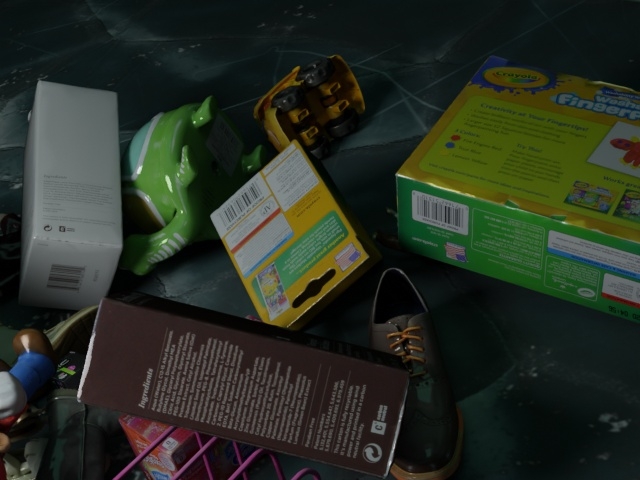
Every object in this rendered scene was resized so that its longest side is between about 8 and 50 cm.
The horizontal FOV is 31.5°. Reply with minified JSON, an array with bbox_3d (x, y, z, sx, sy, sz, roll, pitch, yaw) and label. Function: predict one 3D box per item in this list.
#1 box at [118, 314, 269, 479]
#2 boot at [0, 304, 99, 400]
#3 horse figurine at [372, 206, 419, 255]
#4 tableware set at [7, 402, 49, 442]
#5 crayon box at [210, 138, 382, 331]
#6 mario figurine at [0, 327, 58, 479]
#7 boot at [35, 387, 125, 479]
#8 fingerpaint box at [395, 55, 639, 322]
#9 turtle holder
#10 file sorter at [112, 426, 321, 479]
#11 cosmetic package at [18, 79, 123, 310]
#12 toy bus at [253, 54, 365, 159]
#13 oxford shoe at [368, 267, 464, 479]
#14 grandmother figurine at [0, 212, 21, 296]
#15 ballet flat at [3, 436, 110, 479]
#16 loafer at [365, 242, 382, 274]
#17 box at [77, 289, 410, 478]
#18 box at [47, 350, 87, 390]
[{"bbox_3d":[-0.137,0.240,1.598,0.122,0.128,0.257,23,50,41],"label":"box"},{"bbox_3d":[-0.466,0.166,1.876,0.165,0.077,0.213,13,44,38],"label":"boot"},{"bbox_3d":[0.200,-0.034,1.899,0.174,0.066,0.263,20,41,31],"label":"horse figurine"},{"bbox_3d":[-0.471,0.263,1.691,0.128,0.039,0.194,-17,10,-28],"label":"tableware set"},{"bbox_3d":[-0.037,0.009,1.828,0.203,0.083,0.323,-41,43,10],"label":"crayon box"},{"bbox_3d":[-0.463,0.218,1.501,0.170,0.198,0.320,16,23,-3],"label":"mario figurine"},{"bbox_3d":[-0.309,0.315,1.585,0.189,0.076,0.209,3,49,-13],"label":"boot"},{"bbox_3d":[0.396,-0.088,1.774,0.444,0.163,0.371,17,46,24],"label":"fingerpaint box"},{"bbox_3d":[-0.250,-0.083,2.039,0.227,0.243,0.321,-12,72,31],"label":"turtle holder"},{"bbox_3d":[-0.093,0.361,1.357,0.290,0.202,0.182,15,42,36],"label":"file sorter"},{"bbox_3d":[-0.440,-0.080,1.984,0.155,0.197,0.366,7,50,-18],"label":"cosmetic package"},{"bbox_3d":[-0.057,-0.256,2.258,0.211,0.149,0.220,3,40,45],"label":"toy bus"},{"bbox_3d":[0.115,0.182,1.578,0.129,0.133,0.364,-13,35,2],"label":"oxford shoe"},{"bbox_3d":[-0.597,0.032,2.099,0.342,0.104,0.208,-9,63,4],"label":"grandmother figurine"},{"bbox_3d":[-0.431,0.326,1.633,0.248,0.086,0.086,-12,35,5],"label":"ballet flat"},{"bbox_3d":[0.000,0.000,1.922,0.220,0.078,0.080,5,40,26],"label":"loafer"},{"bbox_3d":[-0.088,0.172,1.416,0.381,0.143,0.191,12,0,0],"label":"box"},{"bbox_3d":[-0.385,0.216,1.777,0.062,0.052,0.083,-39,25,-29],"label":"box"}]
